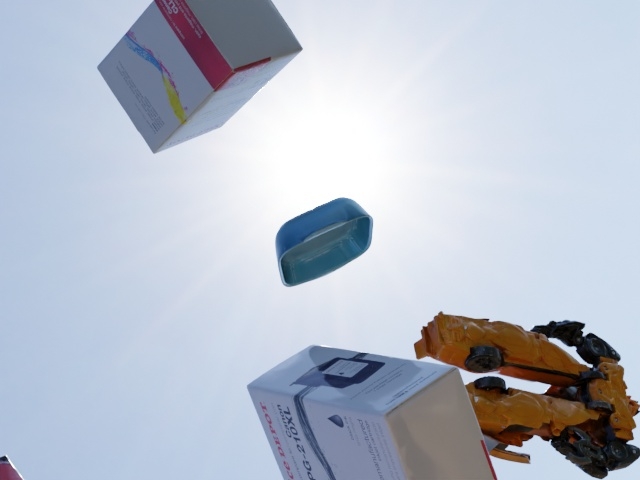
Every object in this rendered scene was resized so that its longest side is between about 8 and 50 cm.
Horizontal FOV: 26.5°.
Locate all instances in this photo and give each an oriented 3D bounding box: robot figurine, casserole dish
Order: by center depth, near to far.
[{"bbox_3d":[0.000,0.000,1.503,0.114,0.037,0.188,-25,-14,-6],"label":"casserole dish"},{"bbox_3d":[0.258,0.184,1.639,0.291,0.085,0.211,15,-128,-25],"label":"robot figurine"}]

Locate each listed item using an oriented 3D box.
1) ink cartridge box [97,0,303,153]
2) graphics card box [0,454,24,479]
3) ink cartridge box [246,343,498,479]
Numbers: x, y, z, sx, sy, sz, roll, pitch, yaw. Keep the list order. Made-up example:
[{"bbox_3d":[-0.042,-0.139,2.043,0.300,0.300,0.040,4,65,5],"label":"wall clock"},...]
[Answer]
[{"bbox_3d":[-0.139,-0.205,1.535,0.128,0.176,0.127,-28,-98,-48],"label":"ink cartridge box"},{"bbox_3d":[-0.327,0.331,0.902,0.233,0.094,0.370,-6,-52,-45],"label":"graphics card box"},{"bbox_3d":[0.051,0.205,1.324,0.100,0.237,0.171,-29,-73,-30],"label":"ink cartridge box"}]
